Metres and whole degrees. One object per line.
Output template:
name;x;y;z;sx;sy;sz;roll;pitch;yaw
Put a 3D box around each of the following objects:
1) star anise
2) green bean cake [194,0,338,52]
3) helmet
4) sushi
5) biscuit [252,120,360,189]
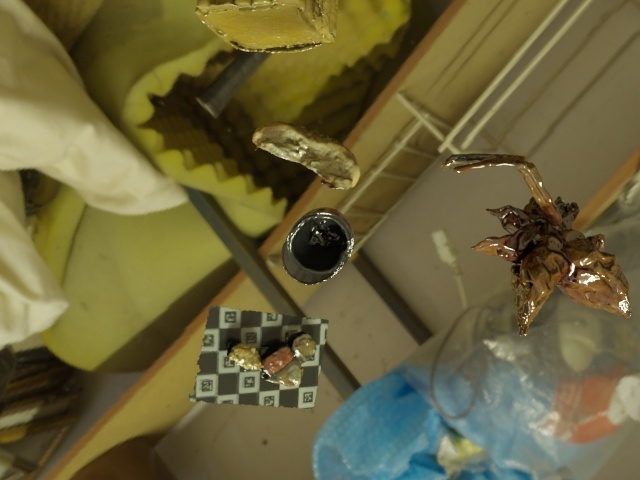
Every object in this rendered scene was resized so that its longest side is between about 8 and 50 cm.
star anise;0.306;-0.005;1.083;0.237;0.346;0.148;-50;-169;-25
green bean cake;-0.093;-0.448;1.398;0.229;0.131;0.224;1;171;22
helmet;-0.001;0.001;0.758;0.084;0.065;0.049;-49;-172;22
sushi;-0.078;0.171;1.056;0.201;0.031;0.139;10;90;-28
biscuit;-0.013;-0.144;1.193;0.061;0.183;0.118;-68;166;18
